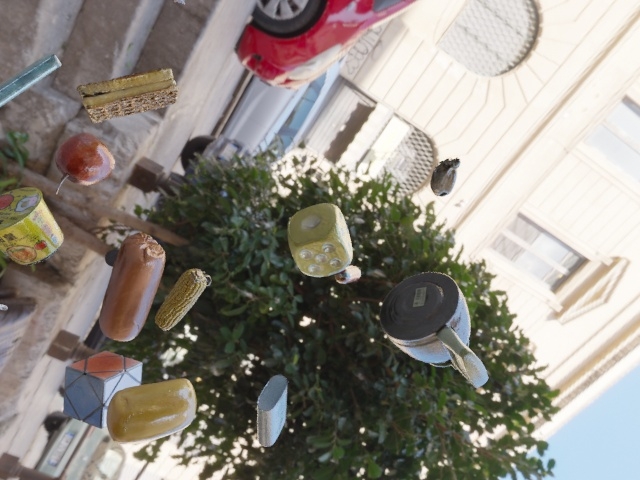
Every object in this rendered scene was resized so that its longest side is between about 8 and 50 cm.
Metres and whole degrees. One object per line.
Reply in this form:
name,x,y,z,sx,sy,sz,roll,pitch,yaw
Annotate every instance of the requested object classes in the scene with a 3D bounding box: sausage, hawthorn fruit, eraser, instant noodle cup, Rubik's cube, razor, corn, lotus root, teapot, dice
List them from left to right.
razor,-0.604,-0.282,0.880,0.056,0.111,0.278,0,-134,20
instant noodle cup,-0.790,-0.031,1.220,0.144,0.182,0.182,74,23,-44
hawthorn fruit,-1.073,-0.368,2.066,0.231,0.235,0.263,-50,159,25
Rubik's cube,-0.856,0.582,1.810,0.207,0.205,0.205,-14,113,-70
sausage,-0.489,0.122,1.191,0.121,0.121,0.304,-92,-154,-62
corn,-0.513,0.216,1.681,0.293,0.106,0.106,-48,-161,23
eraser,-0.186,0.657,1.774,0.174,0.081,0.227,-52,152,-51
dice,0.000,0.000,1.448,0.169,0.169,0.166,-16,-137,13
sausage,0.116,0.149,2.013,0.083,0.083,0.264,-59,164,8
lotus root,0.400,-0.206,1.474,0.165,0.088,0.088,95,10,-53
teapot,0.349,0.249,1.284,0.321,0.239,0.239,4,-130,51

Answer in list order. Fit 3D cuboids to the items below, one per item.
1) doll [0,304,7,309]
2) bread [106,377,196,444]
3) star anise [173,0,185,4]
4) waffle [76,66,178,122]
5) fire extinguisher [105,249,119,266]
doll,-1.107,0.216,1.454,0.114,0.057,0.227,-62,160,-22
bread,-0.414,0.431,1.143,0.098,0.217,0.147,32,-58,55
star anise,-0.515,-0.854,1.531,0.129,0.124,0.056,148,-35,-81
waffle,-0.649,-0.494,1.569,0.308,0.091,0.213,-21,-171,-19
fire extinguisher,-0.556,0.068,1.306,0.177,0.062,0.050,94,-17,-75
